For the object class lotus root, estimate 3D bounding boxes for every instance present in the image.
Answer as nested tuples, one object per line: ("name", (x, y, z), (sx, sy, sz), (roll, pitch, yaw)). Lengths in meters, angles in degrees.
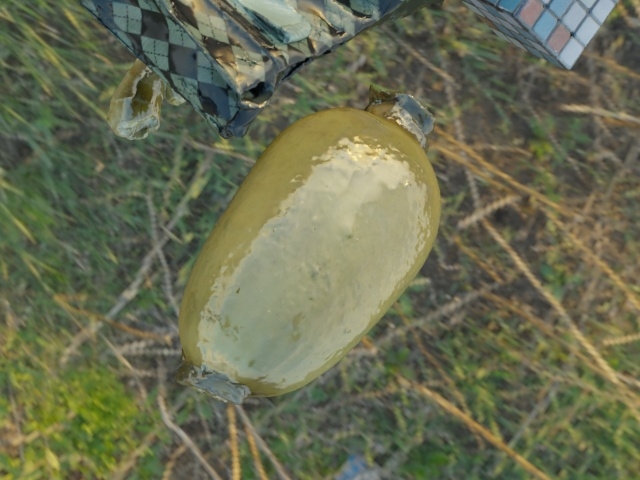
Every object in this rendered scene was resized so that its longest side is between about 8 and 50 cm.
("lotus root", (0.000, -0.002, 1.051), (0.146, 0.131, 0.303), (49, 60, -23))

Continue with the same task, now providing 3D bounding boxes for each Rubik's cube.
("Rubik's cube", (0.178, -0.211, 1.143), (0.092, 0.092, 0.092), (33, 92, -44))

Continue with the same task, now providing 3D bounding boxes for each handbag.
("handbag", (-0.054, -0.325, 1.674), (0.416, 0.317, 0.180), (-33, 164, -30))

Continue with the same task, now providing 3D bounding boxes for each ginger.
("ginger", (-0.194, -0.277, 1.880), (0.148, 0.334, 0.081), (1, 153, 6))
